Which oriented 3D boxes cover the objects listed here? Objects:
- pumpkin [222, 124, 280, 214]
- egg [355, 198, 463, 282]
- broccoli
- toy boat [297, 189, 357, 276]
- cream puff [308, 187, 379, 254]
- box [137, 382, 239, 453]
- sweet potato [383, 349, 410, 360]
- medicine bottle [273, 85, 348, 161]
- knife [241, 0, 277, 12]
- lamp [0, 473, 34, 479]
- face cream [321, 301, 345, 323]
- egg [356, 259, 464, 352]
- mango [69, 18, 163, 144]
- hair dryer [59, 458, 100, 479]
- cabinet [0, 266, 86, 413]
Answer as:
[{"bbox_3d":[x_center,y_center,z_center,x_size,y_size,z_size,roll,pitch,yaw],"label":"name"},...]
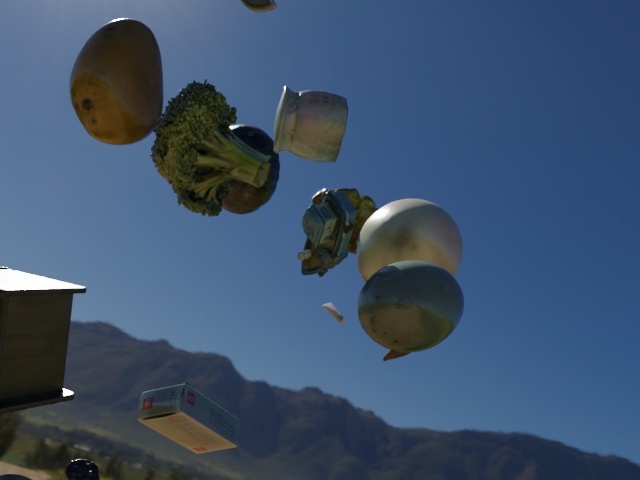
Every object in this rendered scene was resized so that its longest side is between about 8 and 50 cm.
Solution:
[{"bbox_3d":[-0.256,-0.240,2.221,0.207,0.301,0.300,0,-9,-37],"label":"pumpkin"},{"bbox_3d":[0.236,0.028,1.751,0.282,0.283,0.345,16,-12,1],"label":"egg"},{"bbox_3d":[-0.302,-0.207,1.695,0.302,0.249,0.375,44,-43,37],"label":"broccoli"},{"bbox_3d":[0.000,0.000,1.423,0.098,0.109,0.238,-20,-31,-28],"label":"toy boat"},{"bbox_3d":[0.073,-0.054,2.038,0.244,0.196,0.244,4,-13,1],"label":"cream puff"},{"bbox_3d":[-0.324,0.452,1.669,0.135,0.079,0.269,-16,-40,21],"label":"box"},{"bbox_3d":[0.268,0.278,1.859,0.051,0.218,0.065,58,-7,1],"label":"sweet potato"},{"bbox_3d":[-0.024,-0.243,1.389,0.142,0.147,0.147,10,-21,-7],"label":"medicine bottle"},{"bbox_3d":[-0.189,-0.547,1.300,0.343,0.061,0.027,51,23,23],"label":"knife"},{"bbox_3d":[-0.446,0.449,0.992,0.266,0.047,0.269,-29,-51,19],"label":"lamp"},{"bbox_3d":[0.042,0.228,2.099,0.115,0.038,0.020,-137,-143,-54],"label":"face cream"},{"bbox_3d":[0.168,0.121,1.229,0.236,0.169,0.169,-9,1,-45],"label":"egg"},{"bbox_3d":[-0.276,-0.223,0.923,0.098,0.195,0.137,-11,-38,27],"label":"mango"},{"bbox_3d":[-0.330,0.521,1.171,0.359,0.120,0.304,26,-55,-9],"label":"hair dryer"},{"bbox_3d":[-0.483,0.140,1.005,0.215,0.175,0.148,9,2,32],"label":"cabinet"}]
